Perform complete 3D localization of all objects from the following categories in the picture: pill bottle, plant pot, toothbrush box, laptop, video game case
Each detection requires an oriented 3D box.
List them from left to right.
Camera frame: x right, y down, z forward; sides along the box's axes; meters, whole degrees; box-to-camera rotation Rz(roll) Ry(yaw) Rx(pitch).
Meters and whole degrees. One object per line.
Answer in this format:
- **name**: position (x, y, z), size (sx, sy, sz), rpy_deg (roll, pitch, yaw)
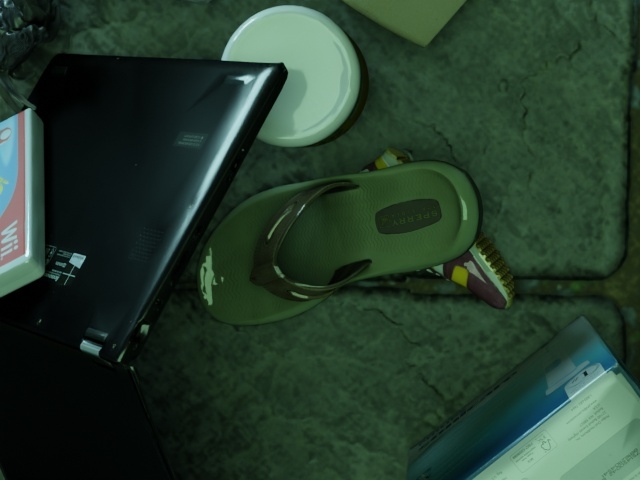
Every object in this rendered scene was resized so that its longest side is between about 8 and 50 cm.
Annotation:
- **video game case**: position (-0.364, 0.014, 1.324), size (0.285, 0.204, 0.025), rpy_deg (-25, 131, 12)
- **laptop**: position (-0.159, 0.072, 1.327), size (0.236, 0.382, 0.408), rpy_deg (36, 75, -35)
- **pill bottle**: position (-0.017, -0.139, 1.340), size (0.117, 0.208, 0.118), rpy_deg (0, 94, 4)
- **plant pot**: position (0.078, -0.235, 1.383), size (0.096, 0.109, 0.109), rpy_deg (40, 96, -13)
- **toothbrush box**: position (0.190, 0.191, 1.306), size (0.216, 0.295, 0.126), rpy_deg (-39, 92, 5)

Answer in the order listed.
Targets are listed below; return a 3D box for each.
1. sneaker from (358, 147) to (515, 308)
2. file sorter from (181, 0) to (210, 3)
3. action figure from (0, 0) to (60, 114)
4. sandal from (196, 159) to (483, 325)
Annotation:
- **sneaker**: position (0.099, 0.005, 1.418), size (0.084, 0.069, 0.185), rpy_deg (-43, 84, 15)
- **file sorter**: position (-0.182, -0.328, 1.276), size (0.277, 0.173, 0.193), rpy_deg (2, 80, -32)
- **action figure**: position (-0.302, -0.256, 1.385), size (0.140, 0.164, 0.276), rpy_deg (5, 85, -15)
- **sandal**: position (0.001, -0.002, 1.375), size (0.302, 0.086, 0.120), rpy_deg (-20, 90, 33)
